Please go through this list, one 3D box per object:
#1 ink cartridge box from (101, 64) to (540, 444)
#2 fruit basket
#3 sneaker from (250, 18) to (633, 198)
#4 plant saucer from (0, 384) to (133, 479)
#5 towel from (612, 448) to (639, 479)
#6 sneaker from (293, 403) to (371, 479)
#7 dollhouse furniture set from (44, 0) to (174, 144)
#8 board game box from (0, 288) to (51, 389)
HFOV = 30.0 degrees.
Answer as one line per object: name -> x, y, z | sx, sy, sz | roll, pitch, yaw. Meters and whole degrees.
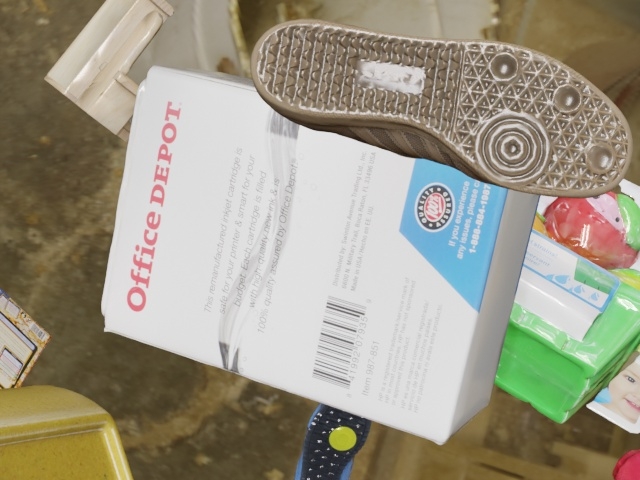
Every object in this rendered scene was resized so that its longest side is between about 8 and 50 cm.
ink cartridge box -> 0.000, 0.000, 0.959 | 0.129, 0.307, 0.223 | -14, 118, -66
fruit basket -> 0.273, 0.012, 1.337 | 0.327, 0.165, 0.353 | 32, 54, 13
sneaker -> 0.060, -0.069, 0.594 | 0.188, 0.071, 0.066 | 18, 92, 4
plant saucer -> -0.213, 0.263, 0.924 | 0.081, 0.333, 0.333 | -23, 79, 15
towel -> 0.232, 0.211, 0.477 | 0.031, 0.275, 0.199 | -41, 133, 0
sneaker -> 0.009, 0.241, 1.394 | 0.069, 0.082, 0.209 | 13, 114, -5
dollhouse furniture set -> -0.164, -0.164, 1.602 | 0.355, 0.303, 0.174 | 39, 88, -31
board game box -> -0.455, 0.137, 1.608 | 0.045, 0.193, 0.147 | -38, 105, 20
